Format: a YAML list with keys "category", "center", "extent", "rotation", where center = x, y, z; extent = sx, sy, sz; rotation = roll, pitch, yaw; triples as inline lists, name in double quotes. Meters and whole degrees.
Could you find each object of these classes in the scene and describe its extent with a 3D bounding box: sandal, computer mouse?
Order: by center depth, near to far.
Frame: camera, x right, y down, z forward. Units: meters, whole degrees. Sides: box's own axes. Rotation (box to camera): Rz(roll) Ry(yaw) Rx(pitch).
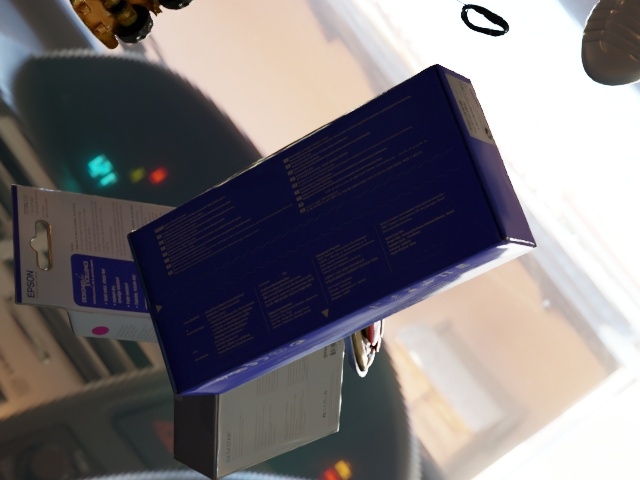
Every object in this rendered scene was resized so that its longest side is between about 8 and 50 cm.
- category: "computer mouse"
  center: [0.200, -0.398, 2.043]
  extent: [0.242, 0.041, 0.071]
  rotation: [39, -33, 7]
- category: "sandal"
  center: [0.594, -0.421, 2.344]
  extent: [0.169, 0.416, 0.102]
  rotation: [19, -25, 23]

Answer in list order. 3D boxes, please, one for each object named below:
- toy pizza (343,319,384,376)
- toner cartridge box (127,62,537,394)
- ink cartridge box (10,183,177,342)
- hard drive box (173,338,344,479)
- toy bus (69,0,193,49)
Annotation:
- category: "toy pizza"
  center: [0.046, 0.038, 1.333]
  extent: [0.201, 0.032, 0.201]
  rotation: [-3, 90, -81]
- category: "toner cartridge box"
  center: [0.000, 0.000, 1.152]
  extent: [0.075, 0.348, 0.165]
  rotation: [11, 57, -59]
- category: "ink cartridge box"
  center: [-0.201, 0.039, 1.608]
  extent: [0.371, 0.069, 0.175]
  rotation: [10, 50, -28]
- category: "hard drive box"
  center: [-0.080, 0.193, 1.753]
  extent: [0.089, 0.232, 0.181]
  rotation: [19, -67, 41]
- category: "toy bus"
  center: [-0.321, -0.452, 2.125]
  extent: [0.211, 0.220, 0.149]
  rotation: [51, 0, 38]
